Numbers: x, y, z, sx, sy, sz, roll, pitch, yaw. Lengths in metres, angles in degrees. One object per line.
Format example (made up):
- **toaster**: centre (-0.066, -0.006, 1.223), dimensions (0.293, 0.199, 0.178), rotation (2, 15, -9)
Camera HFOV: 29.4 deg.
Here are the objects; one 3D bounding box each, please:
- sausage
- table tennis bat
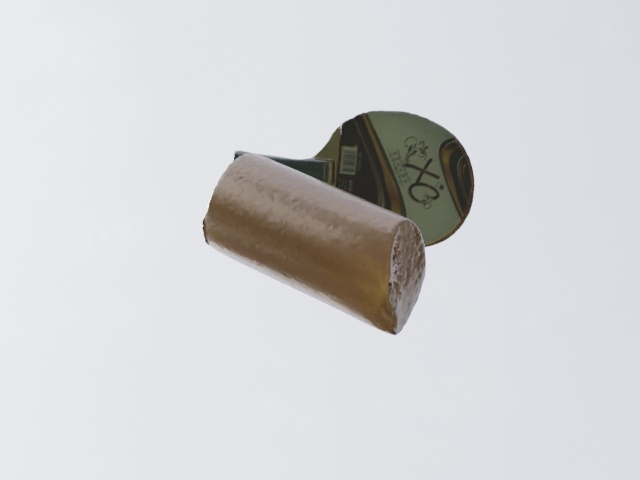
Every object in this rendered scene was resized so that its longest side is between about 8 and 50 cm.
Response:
- **sausage**: centre (0.000, 0.000, 1.318), dimensions (0.123, 0.253, 0.123), rotation (-37, -40, -40)
- **table tennis bat**: centre (0.042, -0.079, 1.488), dimensions (0.301, 0.022, 0.173), rotation (6, -97, -9)
